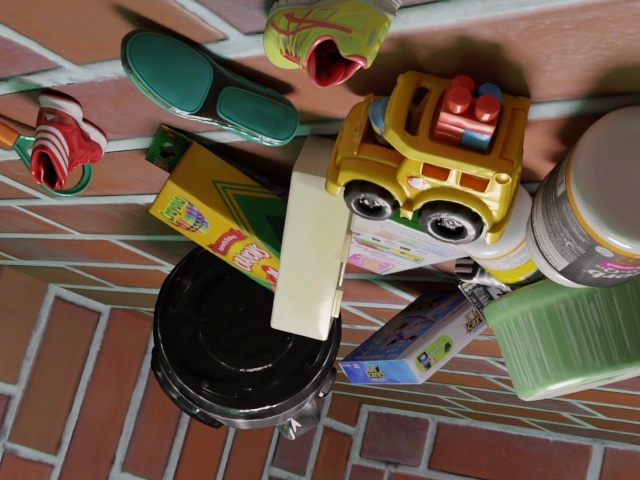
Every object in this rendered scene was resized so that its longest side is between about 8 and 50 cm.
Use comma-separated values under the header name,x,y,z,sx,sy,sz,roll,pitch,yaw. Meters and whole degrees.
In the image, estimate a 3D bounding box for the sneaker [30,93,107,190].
name,x,y,z,sx,sy,sz,roll,pitch,yaw
sneaker,-0.397,-0.129,1.709,0.087,0.128,0.221,12,166,11

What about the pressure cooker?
name,x,y,z,sx,sy,sz,roll,pitch,yaw
pressure cooker,-0.141,0.201,2.255,0.375,0.370,0.420,10,167,0

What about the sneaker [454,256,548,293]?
name,x,y,z,sx,sy,sz,roll,pitch,yaw
sneaker,0.336,0.052,1.803,0.132,0.086,0.228,18,177,-35

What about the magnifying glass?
name,x,y,z,sx,sy,sz,roll,pitch,yaw
magnifying glass,-0.478,-0.152,1.828,0.231,0.092,0.026,32,163,-23

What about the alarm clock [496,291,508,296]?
name,x,y,z,sx,sy,sz,roll,pitch,yaw
alarm clock,0.372,0.100,1.954,0.129,0.064,0.192,13,173,-26

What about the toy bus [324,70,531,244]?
name,x,y,z,sx,sy,sz,roll,pitch,yaw
toy bus,0.124,-0.115,1.239,0.220,0.149,0.211,16,153,7

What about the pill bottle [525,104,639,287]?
name,x,y,z,sx,sy,sz,roll,pitch,yaw
pill bottle,0.329,-0.035,1.267,0.162,0.162,0.278,14,166,1

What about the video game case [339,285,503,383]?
name,x,y,z,sx,sy,sz,roll,pitch,yaw
video game case,0.193,0.181,2.137,0.061,0.244,0.269,59,154,-8

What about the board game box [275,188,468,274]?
name,x,y,z,sx,sy,sz,roll,pitch,yaw
board game box,0.076,-0.026,1.766,0.242,0.064,0.316,20,165,-21

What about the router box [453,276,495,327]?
name,x,y,z,sx,sy,sz,roll,pitch,yaw
router box,0.277,0.099,1.946,0.092,0.038,0.122,52,-176,-1

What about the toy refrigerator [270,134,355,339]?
name,x,y,z,sx,sy,sz,roll,pitch,yaw
toy refrigerator,0.000,0.000,1.557,0.094,0.102,0.270,14,125,5

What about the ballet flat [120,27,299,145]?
name,x,y,z,sx,sy,sz,roll,pitch,yaw
ballet flat,-0.143,-0.181,1.360,0.247,0.083,0.087,24,178,-27

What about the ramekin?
name,x,y,z,sx,sy,sz,roll,pitch,yaw
ramekin,0.401,0.131,1.623,0.303,0.148,0.303,-14,167,-3

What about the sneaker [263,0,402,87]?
name,x,y,z,sx,sy,sz,roll,pitch,yaw
sneaker,-0.004,-0.195,1.119,0.081,0.094,0.208,20,167,-26

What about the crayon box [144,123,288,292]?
name,x,y,z,sx,sy,sz,roll,pitch,yaw
crayon box,-0.146,-0.040,1.743,0.318,0.081,0.202,33,161,-7

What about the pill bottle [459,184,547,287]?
name,x,y,z,sx,sy,sz,roll,pitch,yaw
pill bottle,0.243,-0.019,1.510,0.117,0.118,0.208,6,164,32
